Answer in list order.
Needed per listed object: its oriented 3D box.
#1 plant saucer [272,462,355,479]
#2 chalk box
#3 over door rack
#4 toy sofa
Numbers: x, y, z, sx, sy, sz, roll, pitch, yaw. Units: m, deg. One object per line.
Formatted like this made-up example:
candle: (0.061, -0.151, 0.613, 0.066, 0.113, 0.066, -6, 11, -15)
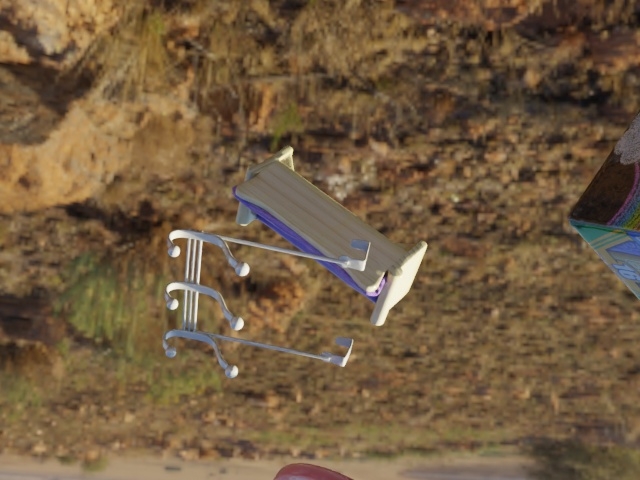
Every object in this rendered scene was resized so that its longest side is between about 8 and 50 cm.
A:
plant saucer: (0.052, 0.479, 1.543, 0.332, 0.084, 0.332, 27, 148, 18)
chalk box: (0.433, -0.019, 0.995, 0.179, 0.180, 0.289, 41, 169, -28)
over door rack: (-0.090, 0.106, 1.613, 0.324, 0.108, 0.239, 4, 128, -7)
toy sofa: (0.000, 0.000, 1.881, 0.362, 0.177, 0.150, 36, 139, 17)
